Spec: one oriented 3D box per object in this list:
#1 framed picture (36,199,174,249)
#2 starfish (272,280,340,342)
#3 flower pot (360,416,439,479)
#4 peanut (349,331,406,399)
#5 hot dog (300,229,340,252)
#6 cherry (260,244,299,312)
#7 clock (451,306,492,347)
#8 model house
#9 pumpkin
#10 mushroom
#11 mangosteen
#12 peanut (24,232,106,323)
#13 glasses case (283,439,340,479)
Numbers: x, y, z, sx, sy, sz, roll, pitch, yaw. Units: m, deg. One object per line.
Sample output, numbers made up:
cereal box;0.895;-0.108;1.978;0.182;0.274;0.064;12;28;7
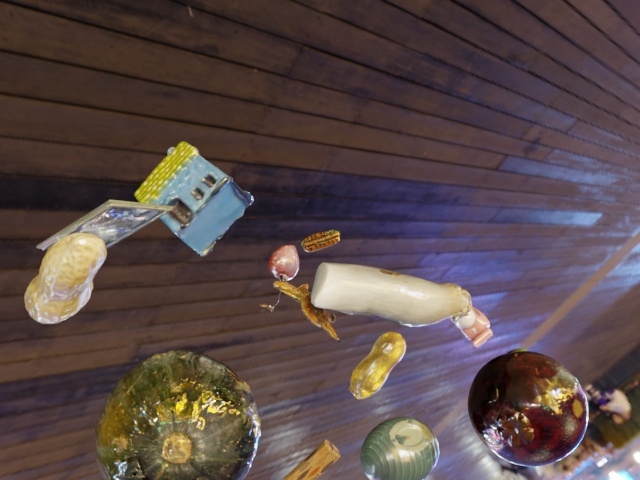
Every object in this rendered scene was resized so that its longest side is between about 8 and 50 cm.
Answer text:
framed picture;-0.566;-0.031;1.638;0.296;0.019;0.232;-26;167;27
starfish;-0.028;0.157;1.511;0.241;0.227;0.043;34;97;-36
flower pot;0.228;0.602;1.761;0.243;0.189;0.157;-9;132;-37
peanut;0.151;0.333;1.649;0.206;0.087;0.087;-55;148;3
hot dog;0.000;0.000;1.735;0.122;0.049;0.037;-21;162;18
cherry;-0.137;0.114;1.994;0.107;0.090;0.225;43;67;-48
clock;0.453;0.235;1.939;0.093;0.166;0.162;-43;121;5
model house;-0.391;-0.142;1.839;0.237;0.303;0.215;-49;152;-6
pumpkin;-0.387;0.529;1.702;0.455;0.454;0.344;-27;-175;-18
mushroom;0.178;0.135;1.492;0.177;0.398;0.125;150;-50;-89
mangosteen;0.568;0.437;1.673;0.360;0.306;0.306;-21;149;-54
peanut;-0.621;0.092;1.505;0.149;0.149;0.313;-5;144;-43
glasses case;-0.025;0.646;1.766;0.170;0.041;0.065;-44;107;7
